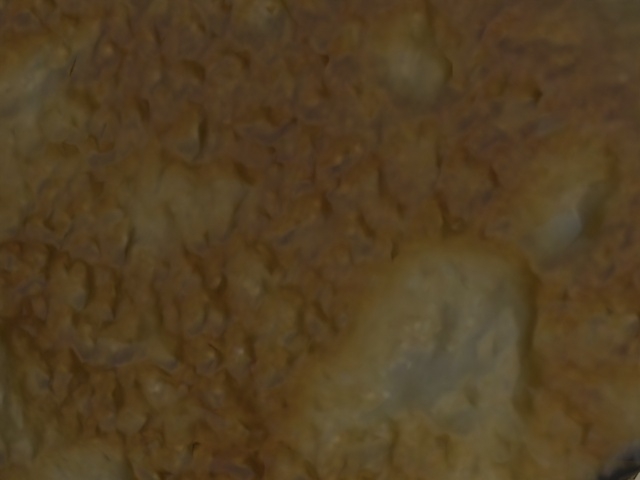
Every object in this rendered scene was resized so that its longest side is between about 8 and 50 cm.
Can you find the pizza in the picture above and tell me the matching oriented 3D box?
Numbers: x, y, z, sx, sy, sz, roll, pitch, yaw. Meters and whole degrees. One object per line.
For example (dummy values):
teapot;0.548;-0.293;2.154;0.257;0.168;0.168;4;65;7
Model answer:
pizza;0.011;-0.030;0.567;0.391;0.435;0.080;-8;0;29
